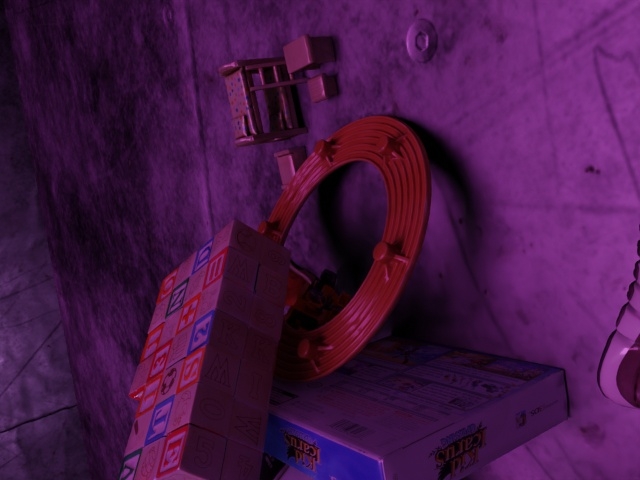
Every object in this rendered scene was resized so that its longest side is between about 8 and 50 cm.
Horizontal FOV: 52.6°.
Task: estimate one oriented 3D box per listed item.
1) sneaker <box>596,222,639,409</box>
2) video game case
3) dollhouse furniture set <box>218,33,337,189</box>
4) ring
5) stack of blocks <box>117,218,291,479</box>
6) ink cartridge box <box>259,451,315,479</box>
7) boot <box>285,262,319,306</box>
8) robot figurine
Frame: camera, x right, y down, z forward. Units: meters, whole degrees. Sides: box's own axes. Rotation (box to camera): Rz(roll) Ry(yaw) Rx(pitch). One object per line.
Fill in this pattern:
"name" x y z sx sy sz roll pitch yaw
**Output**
"sneaker" 0.309 0.039 0.449 0.163 0.106 0.281 32 138 39
"video game case" 0.076 0.179 0.696 0.270 0.244 0.061 1 103 56
"dollhouse furniture set" -0.050 -0.163 0.873 0.161 0.101 0.181 -6 98 56
"ring" 0.000 0.000 0.769 0.337 0.032 0.336 -35 42 40
"stack of blocks" -0.132 0.143 0.720 0.171 0.087 0.297 -36 34 38
"ink cartridge box" 0.068 0.365 0.796 0.371 0.069 0.176 43 169 -11
"boot" -0.077 0.065 1.020 0.158 0.085 0.059 22 121 52
"robot figurine" -0.028 0.179 0.922 0.085 0.211 0.291 25 130 8
